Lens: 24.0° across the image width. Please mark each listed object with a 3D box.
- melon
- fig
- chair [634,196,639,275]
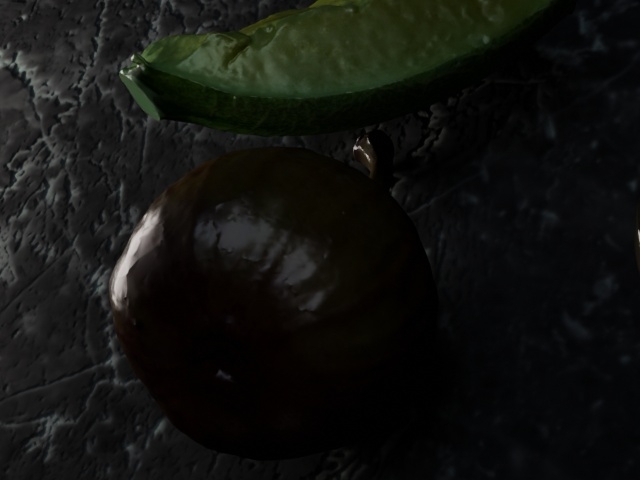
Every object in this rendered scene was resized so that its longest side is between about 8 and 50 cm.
[{"bbox_3d":[0.015,-0.140,1.122,0.323,0.124,0.196,-26,11,-16],"label":"melon"},{"bbox_3d":[0.000,0.000,1.047,0.217,0.217,0.321,0,33,28],"label":"fig"},{"bbox_3d":[0.273,0.058,0.781,0.166,0.272,0.188,-12,50,19],"label":"chair"}]
